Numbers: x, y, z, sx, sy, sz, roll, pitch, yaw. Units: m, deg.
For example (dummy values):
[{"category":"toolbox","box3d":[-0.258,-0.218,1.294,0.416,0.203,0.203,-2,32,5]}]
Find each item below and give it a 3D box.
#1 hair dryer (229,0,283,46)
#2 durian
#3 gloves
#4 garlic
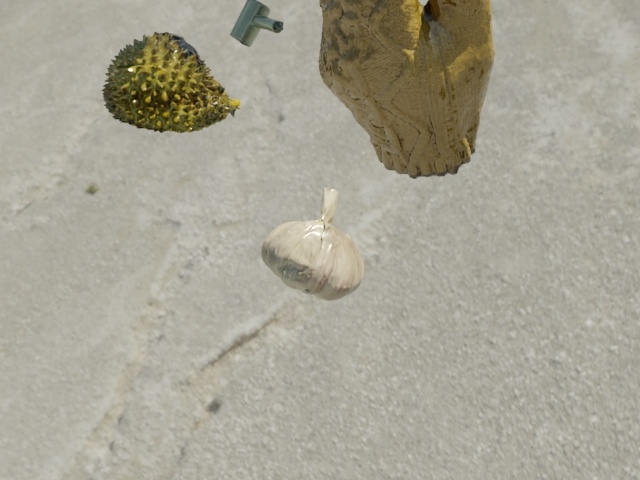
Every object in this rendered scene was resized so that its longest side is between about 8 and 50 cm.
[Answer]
[{"category":"hair dryer","box3d":[-0.081,-0.299,1.150,0.124,0.038,0.063,35,98,53]},{"category":"durian","box3d":[-0.245,-0.274,1.404,0.237,0.138,0.193,-1,30,-28]},{"category":"gloves","box3d":[0.090,-0.224,0.916,0.203,0.356,0.155,17,46,37]},{"category":"garlic","box3d":[0.000,0.000,1.660,0.218,0.218,0.212,30,103,44]}]
